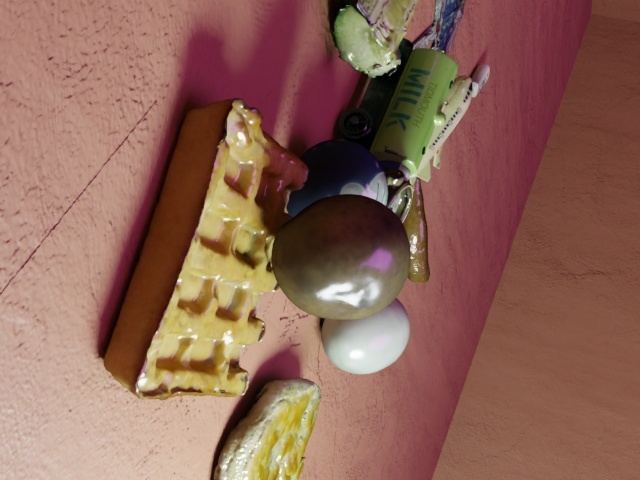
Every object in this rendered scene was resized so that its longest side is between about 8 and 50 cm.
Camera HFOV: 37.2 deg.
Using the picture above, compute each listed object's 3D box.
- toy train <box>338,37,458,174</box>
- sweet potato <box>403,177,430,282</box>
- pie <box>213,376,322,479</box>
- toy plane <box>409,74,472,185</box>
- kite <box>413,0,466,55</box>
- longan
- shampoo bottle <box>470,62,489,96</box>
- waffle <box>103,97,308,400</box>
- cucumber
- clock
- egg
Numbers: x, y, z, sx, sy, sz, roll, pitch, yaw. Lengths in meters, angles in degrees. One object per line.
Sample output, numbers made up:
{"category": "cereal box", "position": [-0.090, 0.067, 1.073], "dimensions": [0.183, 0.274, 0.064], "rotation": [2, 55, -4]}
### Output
{"category": "toy train", "position": [0.130, -0.215, 1.556], "dimensions": [0.105, 0.157, 0.253], "rotation": [67, 43, -61]}
{"category": "sweet potato", "position": [0.191, -0.022, 2.027], "dimensions": [0.077, 0.077, 0.243], "rotation": [-45, 132, -54]}
{"category": "pie", "position": [-0.087, 0.375, 1.548], "dimensions": [0.337, 0.075, 0.337], "rotation": [16, 90, -71]}
{"category": "toy plane", "position": [0.227, -0.227, 1.909], "dimensions": [0.244, 0.092, 0.229], "rotation": [-65, 158, -3]}
{"category": "kite", "position": [0.244, -0.431, 1.921], "dimensions": [0.368, 0.014, 0.406], "rotation": [-50, 150, -51]}
{"category": "longan", "position": [0.025, 0.020, 1.206], "dimensions": [0.187, 0.167, 0.167], "rotation": [-9, 114, -52]}
{"category": "shampoo bottle", "position": [0.375, -0.378, 2.300], "dimensions": [0.141, 0.034, 0.049], "rotation": [-52, 159, -46]}
{"category": "waffle", "position": [-0.125, 0.023, 1.161], "dimensions": [0.304, 0.078, 0.348], "rotation": [30, 76, -69]}
{"category": "cucumber", "position": [0.106, -0.412, 1.431], "dimensions": [0.145, 0.105, 0.325], "rotation": [46, 58, -38]}
{"category": "clock", "position": [0.040, -0.056, 1.432], "dimensions": [0.199, 0.147, 0.243], "rotation": [-57, 156, 0]}
{"category": "egg", "position": [0.080, 0.167, 1.733], "dimensions": [0.209, 0.151, 0.151], "rotation": [-31, 134, -59]}
